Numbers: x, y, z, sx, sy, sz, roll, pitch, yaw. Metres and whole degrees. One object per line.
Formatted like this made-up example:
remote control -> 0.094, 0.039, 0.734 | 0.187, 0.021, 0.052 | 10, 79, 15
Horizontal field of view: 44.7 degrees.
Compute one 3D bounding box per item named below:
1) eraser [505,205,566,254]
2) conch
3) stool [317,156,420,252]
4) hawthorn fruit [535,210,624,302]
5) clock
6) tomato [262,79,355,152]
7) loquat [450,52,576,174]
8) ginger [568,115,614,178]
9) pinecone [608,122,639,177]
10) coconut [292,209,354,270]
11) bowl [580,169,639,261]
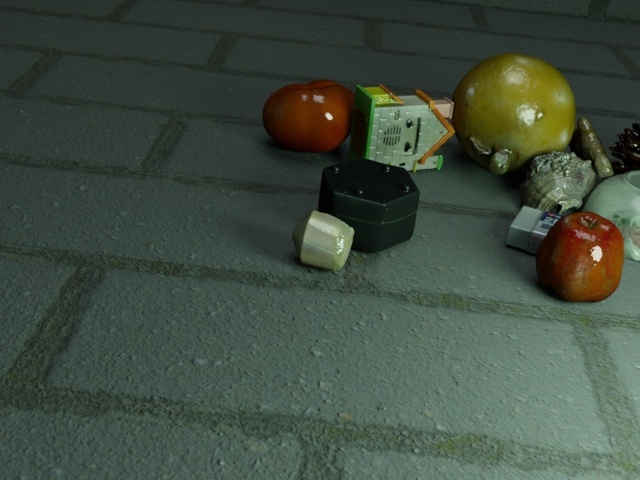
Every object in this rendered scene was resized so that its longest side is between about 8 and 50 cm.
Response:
eraser -> 0.542, -0.006, 1.766 | 0.210, 0.068, 0.124 | 19, 34, 21
conch -> 0.578, -0.129, 1.915 | 0.163, 0.178, 0.245 | 43, 38, -13
stool -> 0.105, -0.085, 1.749 | 0.232, 0.141, 0.232 | 4, 31, -2
hawthorn fruit -> 0.538, 0.033, 1.600 | 0.189, 0.189, 0.189 | 4, 32, -3
clock -> 0.214, -0.287, 2.023 | 0.255, 0.220, 0.106 | -6, 32, -20
tomato -> -0.022, -0.332, 2.084 | 0.259, 0.180, 0.260 | -4, 24, 2
loquat -> 0.494, -0.314, 2.027 | 0.328, 0.328, 0.360 | 14, 56, 13
ginger -> 0.702, -0.244, 2.061 | 0.080, 0.166, 0.333 | -20, 2, 16
pinecone -> 0.853, -0.217, 2.029 | 0.221, 0.222, 0.221 | 4, 32, -3
coconut -> 0.000, 0.000, 1.623 | 0.122, 0.116, 0.116 | 18, 33, 10
bowl -> 0.769, -0.075, 1.848 | 0.276, 0.145, 0.277 | 6, 30, -3
